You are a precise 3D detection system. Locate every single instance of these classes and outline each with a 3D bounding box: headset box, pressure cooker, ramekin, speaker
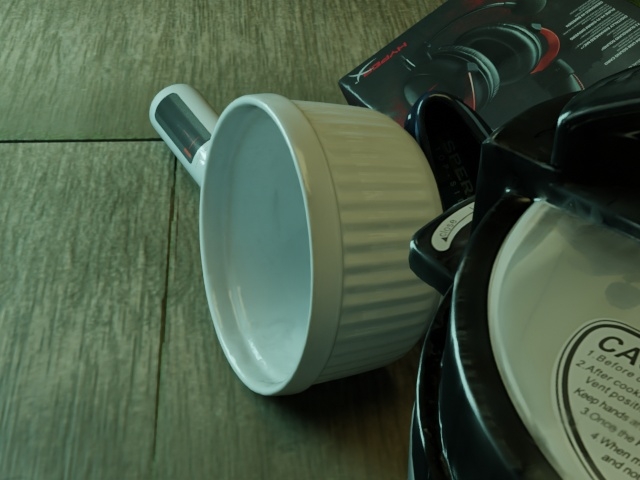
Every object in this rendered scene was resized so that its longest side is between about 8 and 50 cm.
[{"bbox_3d":[0.186,-0.097,1.044,0.218,0.110,0.293,-37,43,-5],"label":"headset box"},{"bbox_3d":[0.205,0.135,0.490,0.370,0.420,0.375,4,34,3],"label":"pressure cooker"},{"bbox_3d":[0.000,0.000,0.887,0.109,0.207,0.207,-4,33,-25],"label":"ramekin"},{"bbox_3d":[-0.105,-0.088,1.141,0.055,0.055,0.136,-14,37,-22],"label":"speaker"}]

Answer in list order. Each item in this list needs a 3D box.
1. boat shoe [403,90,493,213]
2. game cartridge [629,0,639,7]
[{"bbox_3d":[0.118,0.017,0.867,0.109,0.089,0.258,-34,76,1],"label":"boat shoe"},{"bbox_3d":[0.329,-0.257,1.188,0.324,0.052,0.285,17,-15,-37],"label":"game cartridge"}]
